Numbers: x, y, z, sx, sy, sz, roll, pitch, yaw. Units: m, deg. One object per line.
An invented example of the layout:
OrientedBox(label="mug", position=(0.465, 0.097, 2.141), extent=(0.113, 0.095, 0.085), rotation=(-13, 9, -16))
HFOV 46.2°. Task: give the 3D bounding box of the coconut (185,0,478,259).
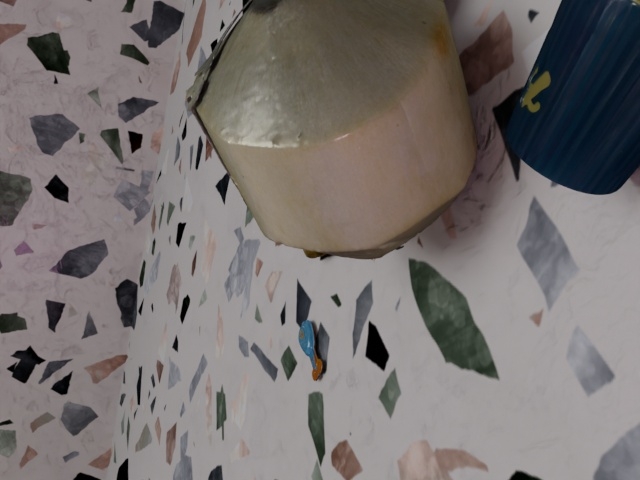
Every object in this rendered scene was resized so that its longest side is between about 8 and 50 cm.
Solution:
OrientedBox(label="coconut", position=(0.017, -0.141, 0.823), extent=(0.323, 0.323, 0.323), rotation=(-172, 90, -66))

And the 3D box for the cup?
OrientedBox(label="cup", position=(0.234, -0.139, 0.608), extent=(0.176, 0.131, 0.155), rotation=(-64, -3, -54))

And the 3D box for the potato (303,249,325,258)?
OrientedBox(label="potato", position=(0.000, 0.000, 1.159), extent=(0.083, 0.040, 0.051), rotation=(-32, 44, 58))

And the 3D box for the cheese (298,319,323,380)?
OrientedBox(label="cheese", position=(-0.016, 0.168, 1.168), extent=(0.111, 0.017, 0.047), rotation=(-110, 33, -46))
